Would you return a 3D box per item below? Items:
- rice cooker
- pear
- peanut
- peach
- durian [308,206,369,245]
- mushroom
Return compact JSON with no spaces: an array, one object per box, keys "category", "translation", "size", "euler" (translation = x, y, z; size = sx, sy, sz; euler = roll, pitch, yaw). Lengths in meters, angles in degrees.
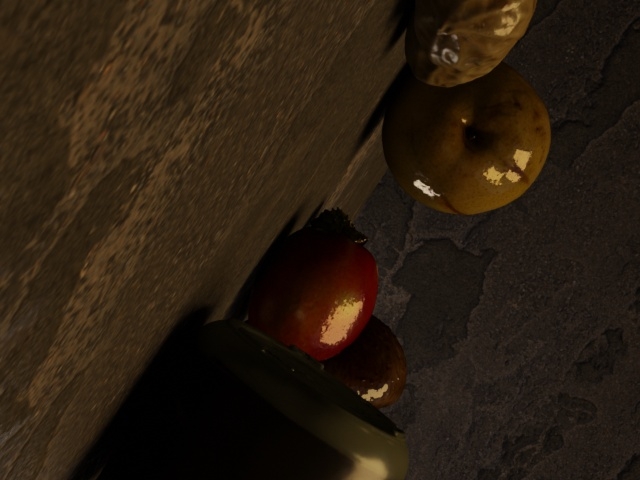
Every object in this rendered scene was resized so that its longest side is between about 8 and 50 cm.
[{"category":"rice cooker","translation":[-0.094,0.294,1.247],"size":[0.325,0.335,0.335],"euler":[-56,177,-1]},{"category":"pear","translation":[0.255,-0.189,1.795],"size":[0.314,0.314,0.314],"euler":[-56,177,-5]},{"category":"peanut","translation":[0.173,-0.265,1.223],"size":[0.153,0.140,0.325],"euler":[-62,180,-10]},{"category":"peach","translation":[-0.015,0.095,1.595],"size":[0.226,0.190,0.196],"euler":[-62,-174,-9]},{"category":"durian","translation":[0.001,-0.003,1.897],"size":[0.186,0.119,0.108],"euler":[125,-36,-58]},{"category":"mushroom","translation":[-0.010,0.265,1.728],"size":[0.331,0.356,0.334],"euler":[-26,159,30]}]
